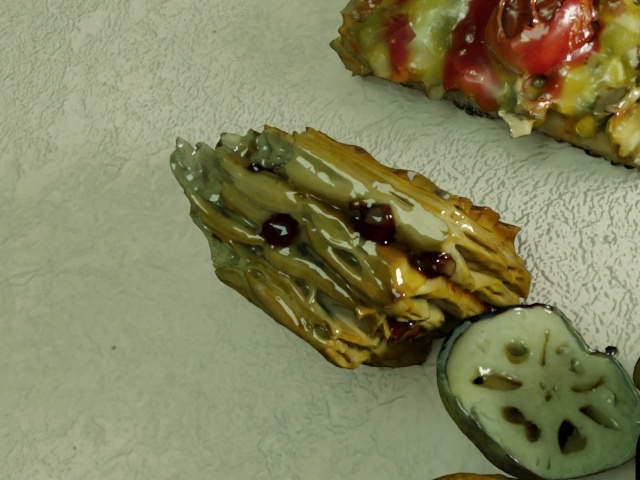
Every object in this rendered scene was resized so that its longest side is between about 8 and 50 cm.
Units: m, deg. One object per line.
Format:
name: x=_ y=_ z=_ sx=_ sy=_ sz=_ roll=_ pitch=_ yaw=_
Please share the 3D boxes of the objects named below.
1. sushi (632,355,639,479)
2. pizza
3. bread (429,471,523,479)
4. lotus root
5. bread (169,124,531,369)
sushi: x=0.371 y=0.150 z=1.085 sx=0.227 sy=0.212 sz=0.215 roll=-9 pitch=66 yaw=22
pizza: x=0.190 y=-0.237 z=1.382 sx=0.406 sy=0.130 sz=0.440 roll=-13 pitch=65 yaw=20
bread: x=0.148 y=0.328 z=1.168 sx=0.268 sy=0.146 sz=0.268 roll=-9 pitch=70 yaw=26
lotus root: x=0.195 y=0.152 z=1.223 sx=0.183 sy=0.204 sz=0.078 roll=67 pitch=147 yaw=31
bread: x=0.000 y=0.000 z=1.287 sx=0.370 sy=0.314 sz=0.191 roll=26 pitch=92 yaw=28
